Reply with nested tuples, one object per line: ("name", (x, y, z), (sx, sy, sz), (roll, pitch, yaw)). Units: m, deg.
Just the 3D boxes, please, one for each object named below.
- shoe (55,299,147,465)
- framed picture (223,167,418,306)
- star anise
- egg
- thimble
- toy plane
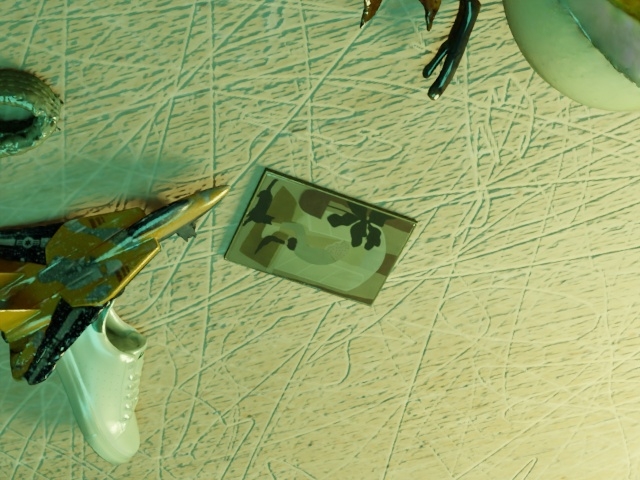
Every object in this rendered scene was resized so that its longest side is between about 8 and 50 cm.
("shoe", (-0.260, 0.167, 1.497), (0.110, 0.095, 0.265), (-18, 120, 6))
("framed picture", (0.000, 0.000, 1.457), (0.201, 0.010, 0.136), (19, 119, -15))
("star anise", (0.083, -0.290, 1.204), (0.237, 0.148, 0.346), (-5, 129, 25))
("egg", (0.265, -0.243, 1.201), (0.286, 0.264, 0.174), (29, 148, -28))
("thimble", (-0.338, -0.138, 1.308), (0.110, 0.062, 0.084), (-1, 126, -4))
("toy plane", (-0.244, 0.018, 1.394), (0.316, 0.204, 0.103), (-26, 158, -8))
